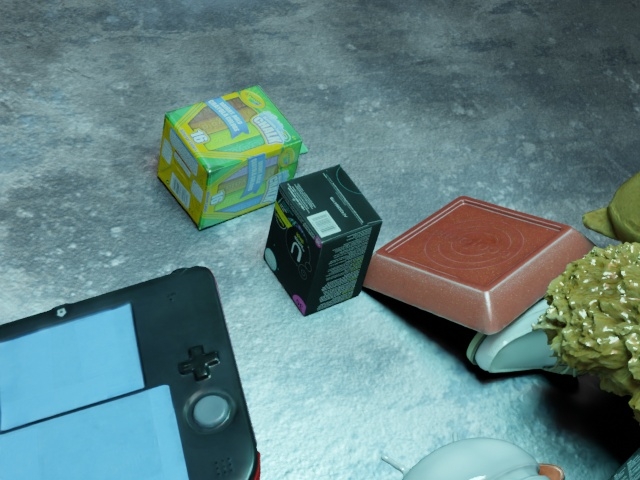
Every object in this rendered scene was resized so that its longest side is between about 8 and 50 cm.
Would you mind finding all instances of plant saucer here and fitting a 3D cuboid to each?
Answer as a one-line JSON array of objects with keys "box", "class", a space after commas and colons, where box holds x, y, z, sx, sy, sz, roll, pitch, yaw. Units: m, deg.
[{"box": [0.220, 0.017, 1.468, 0.259, 0.047, 0.258, -32, 36, -34], "class": "plant saucer"}]

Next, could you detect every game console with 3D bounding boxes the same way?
[{"box": [-0.277, 0.207, 1.171, 0.386, 0.060, 0.342, -16, 54, -4], "class": "game console"}]

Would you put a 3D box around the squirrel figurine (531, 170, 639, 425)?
[{"box": [0.473, 0.069, 1.314, 0.397, 0.281, 0.370, -10, 70, -36], "class": "squirrel figurine"}]

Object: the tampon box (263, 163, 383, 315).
[{"box": [0.000, 0.000, 1.426, 0.101, 0.161, 0.120, -19, 56, -27], "class": "tampon box"}]

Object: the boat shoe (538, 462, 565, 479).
[{"box": [0.255, 0.305, 1.305, 0.137, 0.043, 0.049, -4, 49, -19], "class": "boat shoe"}]

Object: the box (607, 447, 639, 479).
[{"box": [0.424, 0.325, 1.237, 0.147, 0.180, 0.077, 7, 52, -8], "class": "box"}]

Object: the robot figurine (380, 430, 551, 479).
[{"box": [0.207, 0.366, 1.134, 0.300, 0.200, 0.353, 4, 42, -49], "class": "robot figurine"}]

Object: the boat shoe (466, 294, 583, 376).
[{"box": [0.348, 0.131, 1.433, 0.302, 0.113, 0.103, -16, 50, -27], "class": "boat shoe"}]

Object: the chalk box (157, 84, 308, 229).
[{"box": [-0.116, -0.133, 1.532, 0.213, 0.132, 0.132, -23, 59, -30], "class": "chalk box"}]
